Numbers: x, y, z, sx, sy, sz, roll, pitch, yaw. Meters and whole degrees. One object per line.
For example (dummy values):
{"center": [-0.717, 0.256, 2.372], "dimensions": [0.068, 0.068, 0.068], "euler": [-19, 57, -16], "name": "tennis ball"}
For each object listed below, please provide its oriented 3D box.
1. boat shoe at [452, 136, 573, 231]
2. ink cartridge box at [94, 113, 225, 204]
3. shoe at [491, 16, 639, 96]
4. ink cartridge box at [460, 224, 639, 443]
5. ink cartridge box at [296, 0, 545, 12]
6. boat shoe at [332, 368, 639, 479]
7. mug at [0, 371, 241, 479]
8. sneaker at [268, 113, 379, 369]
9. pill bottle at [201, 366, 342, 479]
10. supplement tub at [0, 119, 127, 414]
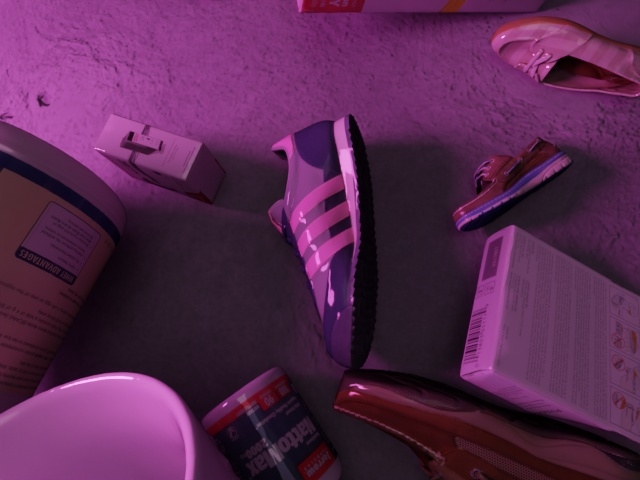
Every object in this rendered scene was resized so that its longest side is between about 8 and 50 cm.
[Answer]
{"center": [0.240, -0.076, 0.547], "dimensions": [0.183, 0.066, 0.066], "euler": [-30, 70, -15], "name": "boat shoe"}
{"center": [-0.213, -0.107, 0.560], "dimensions": [0.135, 0.099, 0.056], "euler": [19, 78, 9], "name": "ink cartridge box"}
{"center": [0.348, -0.252, 0.575], "dimensions": [0.219, 0.076, 0.058], "euler": [16, 72, 6], "name": "shoe"}
{"center": [0.289, 0.115, 0.480], "dimensions": [0.232, 0.066, 0.189], "euler": [29, 60, -10], "name": "ink cartridge box"}
{"center": [0.147, -0.481, 0.571], "dimensions": [0.385, 0.160, 0.279], "euler": [-6, 75, -10], "name": "ink cartridge box"}
{"center": [0.167, 0.231, 0.438], "dimensions": [0.324, 0.122, 0.119], "euler": [16, 82, 8], "name": "boat shoe"}
{"center": [-0.191, 0.315, 0.348], "dimensions": [0.374, 0.327, 0.276], "euler": [6, 38, 39], "name": "mug"}
{"center": [0.000, 0.000, 0.529], "dimensions": [0.131, 0.112, 0.318], "euler": [-7, 71, 19], "name": "sneaker"}
{"center": [-0.039, 0.243, 0.452], "dimensions": [0.108, 0.108, 0.180], "euler": [-35, 76, -6], "name": "pill bottle"}
{"center": [-0.386, 0.056, 0.432], "dimensions": [0.236, 0.235, 0.324], "euler": [14, 65, 7], "name": "supplement tub"}
